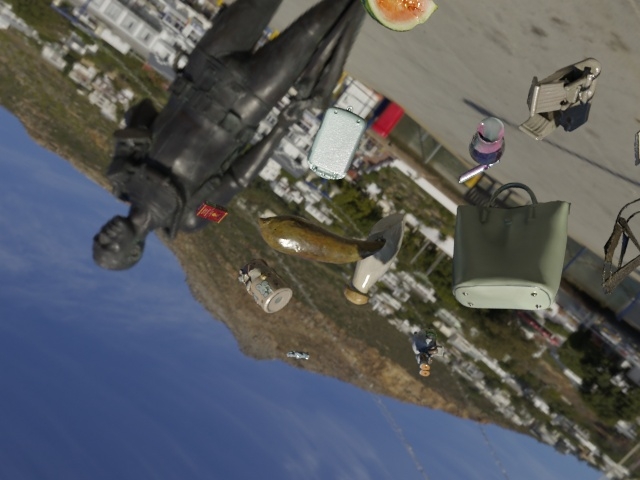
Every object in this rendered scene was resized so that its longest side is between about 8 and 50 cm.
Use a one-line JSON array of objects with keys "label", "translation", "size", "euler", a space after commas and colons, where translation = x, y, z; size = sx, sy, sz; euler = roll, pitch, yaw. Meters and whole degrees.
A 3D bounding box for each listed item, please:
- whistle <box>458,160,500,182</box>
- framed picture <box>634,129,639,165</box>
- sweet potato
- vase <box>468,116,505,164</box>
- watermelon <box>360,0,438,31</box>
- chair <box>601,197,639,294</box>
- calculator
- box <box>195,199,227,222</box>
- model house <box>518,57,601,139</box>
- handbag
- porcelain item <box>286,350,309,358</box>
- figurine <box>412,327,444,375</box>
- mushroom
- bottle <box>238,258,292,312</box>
[{"label": "whistle", "translation": [0.627, -0.282, 2.318], "size": [0.033, 0.176, 0.033], "euler": [44, -151, -33]}, {"label": "framed picture", "translation": [1.001, -0.333, 1.719], "size": [0.010, 0.195, 0.199], "euler": [50, -174, 35]}, {"label": "sweet potato", "translation": [0.001, 0.005, 1.856], "size": [0.422, 0.131, 0.130], "euler": [13, -163, -14]}, {"label": "vase", "translation": [0.385, -0.231, 1.338], "size": [0.086, 0.086, 0.214], "euler": [41, -173, 11]}, {"label": "watermelon", "translation": [0.196, -0.703, 1.739], "size": [0.303, 0.128, 0.159], "euler": [21, 160, -39]}, {"label": "chair", "translation": [0.687, 0.013, 1.282], "size": [0.174, 0.213, 0.149], "euler": [17, -140, -54]}, {"label": "calculator", "translation": [0.050, -0.309, 1.844], "size": [0.141, 0.246, 0.045], "euler": [20, -156, -5]}, {"label": "box", "translation": [-0.328, -0.087, 1.767], "size": [0.082, 0.051, 0.023], "euler": [20, -139, -37]}, {"label": "model house", "translation": [0.626, -0.370, 1.566], "size": [0.122, 0.188, 0.229], "euler": [49, 156, 37]}, {"label": "handbag", "translation": [0.392, -0.012, 1.225], "size": [0.241, 0.315, 0.109], "euler": [-1, 149, 28]}, {"label": "porcelain item", "translation": [-0.085, 0.428, 2.187], "size": [0.083, 0.028, 0.036], "euler": [7, 173, -6]}, {"label": "figurine", "translation": [0.363, 0.374, 1.981], "size": [0.093, 0.147, 0.197], "euler": [1, -149, -2]}, {"label": "mushroom", "translation": [0.188, 0.058, 2.003], "size": [0.128, 0.350, 0.128], "euler": [27, -172, -4]}, {"label": "bottle", "translation": [-0.152, 0.109, 1.524], "size": [0.152, 0.099, 0.099], "euler": [45, -169, 28]}]
